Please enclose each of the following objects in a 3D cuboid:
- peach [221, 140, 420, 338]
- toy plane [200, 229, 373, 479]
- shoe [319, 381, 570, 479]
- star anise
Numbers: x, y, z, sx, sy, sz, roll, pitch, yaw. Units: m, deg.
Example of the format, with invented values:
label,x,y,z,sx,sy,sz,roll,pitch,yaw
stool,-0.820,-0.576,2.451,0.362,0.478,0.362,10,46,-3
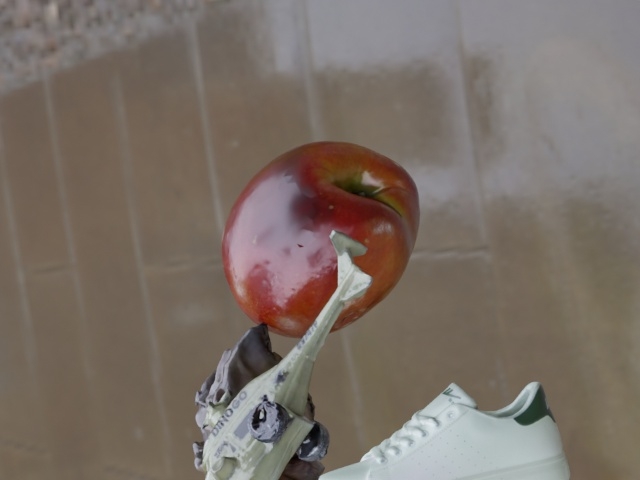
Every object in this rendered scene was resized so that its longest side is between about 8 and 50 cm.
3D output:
label,x,y,z,sx,sy,sz,roll,pitch,yaw
peach,0.000,0.000,1.974,0.199,0.243,0.243,52,146,15
toy plane,-0.032,0.129,1.591,0.108,0.092,0.286,35,93,38
shoe,0.154,0.280,2.371,0.132,0.363,0.160,168,94,-83
star anise,-0.072,0.256,1.914,0.332,0.118,0.331,172,90,-71
